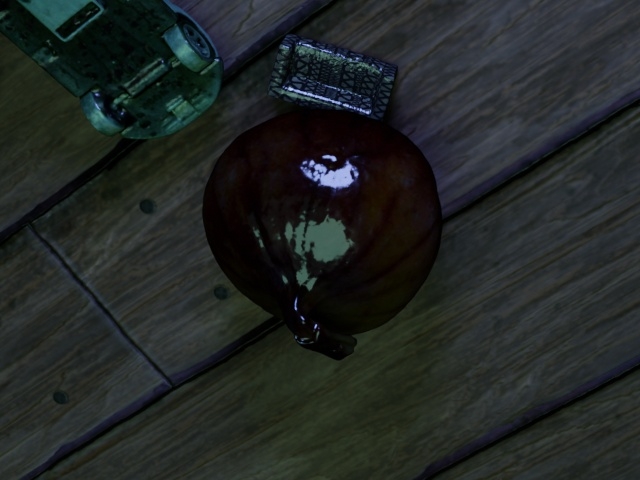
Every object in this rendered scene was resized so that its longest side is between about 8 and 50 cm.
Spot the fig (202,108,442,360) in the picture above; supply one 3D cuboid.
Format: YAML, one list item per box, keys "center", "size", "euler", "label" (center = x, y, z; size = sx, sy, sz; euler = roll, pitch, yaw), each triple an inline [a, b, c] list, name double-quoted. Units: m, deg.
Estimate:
- center: [0.003, -0.015, 1.404]
  size: [0.235, 0.214, 0.235]
  euler: [16, 120, 29]
  label: "fig"

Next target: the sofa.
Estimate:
- center: [0.013, -0.157, 1.426]
  size: [0.118, 0.039, 0.060]
  euler: [17, 118, 2]
  label: "sofa"

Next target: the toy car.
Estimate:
- center: [-0.225, -0.228, 1.389]
  size: [0.136, 0.125, 0.306]
  euler: [-35, 128, 19]
  label: "toy car"
